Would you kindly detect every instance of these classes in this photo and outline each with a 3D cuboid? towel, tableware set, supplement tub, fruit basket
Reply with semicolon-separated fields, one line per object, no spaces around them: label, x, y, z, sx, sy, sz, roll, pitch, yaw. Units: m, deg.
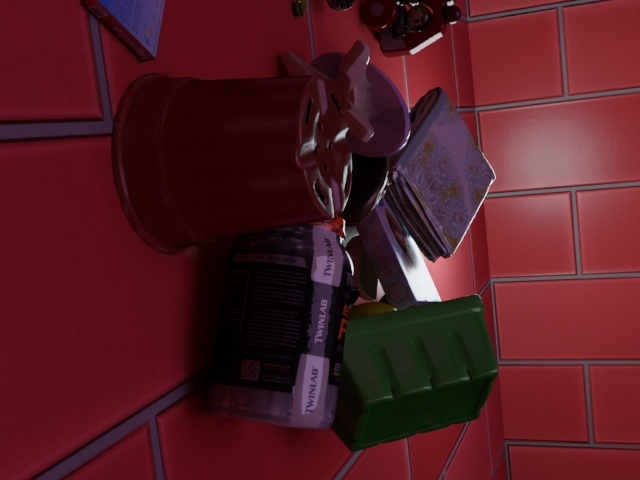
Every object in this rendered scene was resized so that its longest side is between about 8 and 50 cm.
towel;0.305;-0.174;2.091;0.320;0.090;0.374;55;51;-27
tableware set;-0.038;-0.554;1.725;0.154;0.024;0.104;-72;150;-44
supplement tub;-0.059;0.123;1.281;0.207;0.207;0.338;31;64;-64
fruit basket;0.135;0.219;1.640;0.392;0.392;0.283;-69;171;-46

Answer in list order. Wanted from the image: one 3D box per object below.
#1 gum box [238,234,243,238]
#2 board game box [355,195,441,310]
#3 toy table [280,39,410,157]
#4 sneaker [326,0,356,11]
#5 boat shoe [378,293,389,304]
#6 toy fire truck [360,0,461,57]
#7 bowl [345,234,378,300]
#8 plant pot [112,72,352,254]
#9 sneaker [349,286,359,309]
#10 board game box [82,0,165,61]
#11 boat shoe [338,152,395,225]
gum box;-0.090;0.038;1.475;0.184;0.041;0.157;-9;95;-68
board game box;0.178;0.020;1.952;0.318;0.065;0.318;67;15;11
toy table;0.046;-0.286;1.627;0.161;0.274;0.252;-6;127;-62
sneaker;0.014;-0.628;1.813;0.092;0.088;0.225;-166;-119;-77
boat shoe;0.195;0.236;2.094;0.307;0.110;0.104;-56;142;-43
toy fire truck;0.252;-0.655;2.160;0.169;0.253;0.302;26;62;-65
bowl;0.095;0.066;1.920;0.142;0.053;0.142;47;45;-58
plant pot;-0.109;-0.122;1.152;0.272;0.265;0.273;-3;90;-69
sneaker;0.024;0.094;1.630;0.229;0.132;0.086;-66;145;-49
board game box;-0.262;-0.414;1.133;0.145;0.027;0.281;45;45;-61
boat shoe;0.108;-0.133;1.738;0.324;0.122;0.120;-68;148;-46
